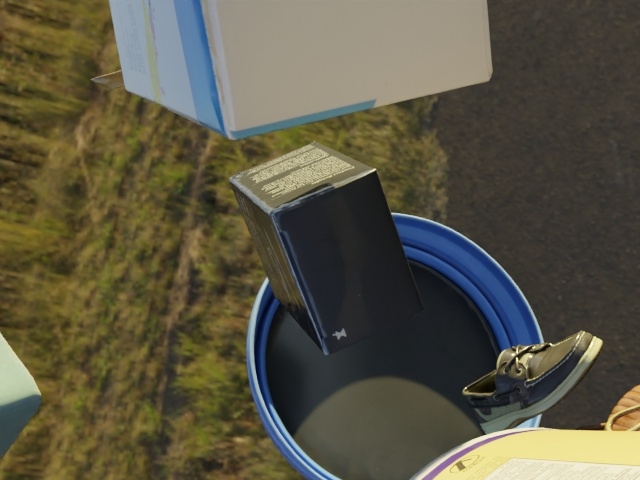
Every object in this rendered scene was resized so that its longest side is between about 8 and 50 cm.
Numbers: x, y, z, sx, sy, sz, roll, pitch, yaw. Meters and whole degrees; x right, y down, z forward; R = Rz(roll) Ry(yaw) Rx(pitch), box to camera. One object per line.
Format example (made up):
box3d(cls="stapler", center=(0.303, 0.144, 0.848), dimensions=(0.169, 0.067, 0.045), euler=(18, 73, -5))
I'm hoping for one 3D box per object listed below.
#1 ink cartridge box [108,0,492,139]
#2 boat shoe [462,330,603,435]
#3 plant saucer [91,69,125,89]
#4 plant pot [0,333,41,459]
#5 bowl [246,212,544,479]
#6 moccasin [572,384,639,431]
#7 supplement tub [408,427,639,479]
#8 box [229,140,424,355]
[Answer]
box3d(cls="ink cartridge box", center=(-0.037, -0.206, 0.705), dimensions=(0.270, 0.198, 0.197), euler=(30, 132, 61))
box3d(cls="boat shoe", center=(0.229, 0.156, 1.086), dimensions=(0.080, 0.073, 0.223), euler=(-45, -6, -36))
box3d(cls="plant saucer", center=(-0.174, -0.156, 0.905), dimensions=(0.083, 0.083, 0.015), euler=(14, 121, 67))
box3d(cls="plant pot", center=(-0.465, 0.156, 0.880), dimensions=(0.248, 0.252, 0.247), euler=(50, 122, 15))
box3d(cls="bowl", center=(0.095, 0.154, 1.225), dimensions=(0.077, 0.391, 0.391), euler=(120, 154, -62))
box3d(cls="moccasin", center=(0.320, 0.192, 0.898), dimensions=(0.147, 0.139, 0.380), euler=(55, 161, 10))
box3d(cls="supplement tub", center=(0.167, 0.200, 0.402), dimensions=(0.331, 0.241, 0.241), euler=(152, 127, -68))
box3d(cls="box", center=(0.000, 0.000, 0.960), dimensions=(0.153, 0.108, 0.207), euler=(70, 169, -19))
